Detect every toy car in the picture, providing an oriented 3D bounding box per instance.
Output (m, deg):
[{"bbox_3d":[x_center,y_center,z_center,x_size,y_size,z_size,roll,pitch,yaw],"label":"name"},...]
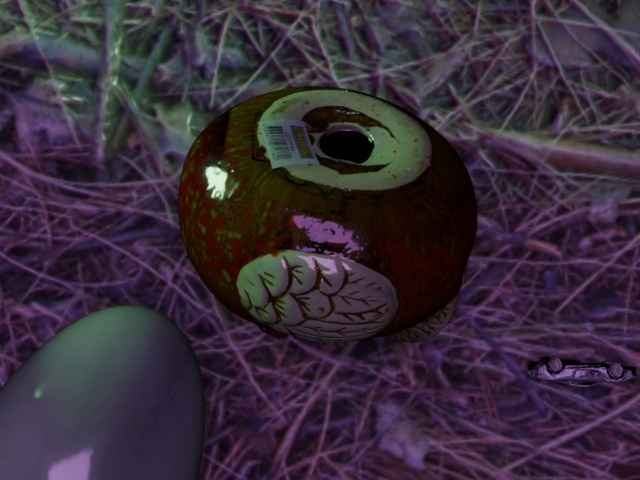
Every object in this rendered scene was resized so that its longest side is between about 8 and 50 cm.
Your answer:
[{"bbox_3d":[0.224,0.113,1.362,0.093,0.041,0.025,5,88,2],"label":"toy car"}]

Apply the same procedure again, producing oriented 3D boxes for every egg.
[{"bbox_3d":[-0.188,0.177,1.288,0.182,0.183,0.264,25,78,3],"label":"egg"}]

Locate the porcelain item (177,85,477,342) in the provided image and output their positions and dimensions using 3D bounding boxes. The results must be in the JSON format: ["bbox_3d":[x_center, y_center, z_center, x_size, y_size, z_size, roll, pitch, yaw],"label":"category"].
[{"bbox_3d":[0.000,0.000,1.314,0.252,0.253,0.253,0,84,0],"label":"porcelain item"}]
